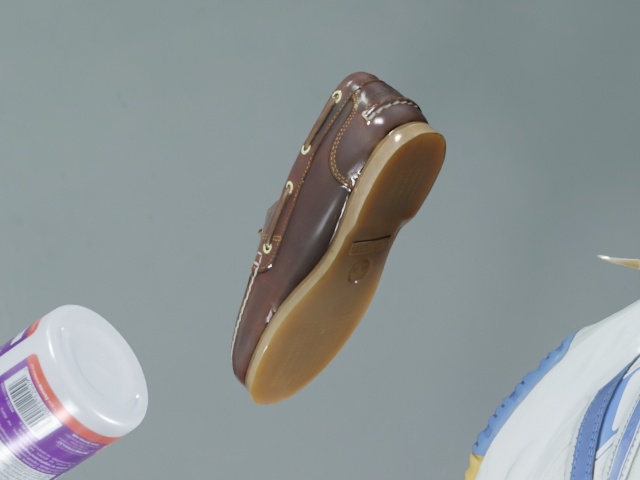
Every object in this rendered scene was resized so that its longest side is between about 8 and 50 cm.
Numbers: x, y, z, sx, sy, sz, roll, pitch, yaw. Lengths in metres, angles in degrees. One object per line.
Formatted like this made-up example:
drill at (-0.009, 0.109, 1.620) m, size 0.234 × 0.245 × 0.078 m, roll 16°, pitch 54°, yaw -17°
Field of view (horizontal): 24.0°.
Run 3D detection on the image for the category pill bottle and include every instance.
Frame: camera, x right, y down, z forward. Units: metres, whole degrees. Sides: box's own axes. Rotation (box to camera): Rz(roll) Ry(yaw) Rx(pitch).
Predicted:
pill bottle at (-0.235, 0.140, 1.144) m, size 0.193 × 0.108 × 0.108 m, roll -33°, pitch 62°, yaw 21°

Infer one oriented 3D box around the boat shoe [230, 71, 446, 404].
boat shoe at (0.000, 0.000, 0.880) m, size 0.073 × 0.207 × 0.073 m, roll 1°, pitch 36°, yaw -50°

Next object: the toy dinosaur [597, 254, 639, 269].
toy dinosaur at (0.312, 0.040, 1.217) m, size 0.053 × 0.183 × 0.092 m, roll -41°, pitch 115°, yaw -14°

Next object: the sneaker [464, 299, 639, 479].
sneaker at (0.184, 0.030, 0.546) m, size 0.112 × 0.131 × 0.296 m, roll 34°, pitch 92°, yaw -26°
